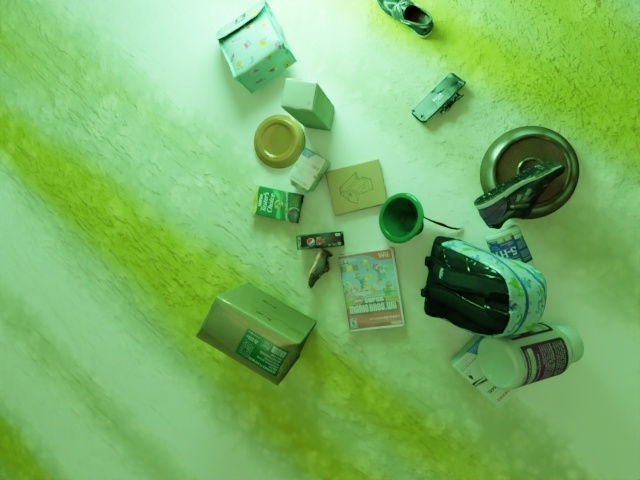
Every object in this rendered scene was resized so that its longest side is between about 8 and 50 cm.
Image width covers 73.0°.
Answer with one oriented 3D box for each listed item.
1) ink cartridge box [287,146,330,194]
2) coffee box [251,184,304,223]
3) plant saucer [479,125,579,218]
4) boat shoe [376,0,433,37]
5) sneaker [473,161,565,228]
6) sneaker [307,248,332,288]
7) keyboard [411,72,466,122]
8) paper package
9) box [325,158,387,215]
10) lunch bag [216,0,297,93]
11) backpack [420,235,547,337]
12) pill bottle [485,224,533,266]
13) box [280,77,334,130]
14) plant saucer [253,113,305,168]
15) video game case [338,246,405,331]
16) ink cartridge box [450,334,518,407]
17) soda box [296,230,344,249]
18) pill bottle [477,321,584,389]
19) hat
[{"bbox_3d":[-0.044,-0.246,1.557,0.092,0.090,0.143,34,100,9],"label":"ink cartridge box"},{"bbox_3d":[-0.162,-0.135,1.613,0.184,0.040,0.113,14,96,11],"label":"coffee box"},{"bbox_3d":[0.691,-0.226,1.425,0.310,0.050,0.311,0,92,12],"label":"plant saucer"},{"bbox_3d":[0.286,-0.786,1.466,0.233,0.079,0.084,40,102,9],"label":"boat shoe"},{"bbox_3d":[0.644,-0.139,1.377,0.283,0.107,0.124,-30,101,15],"label":"sneaker"},{"bbox_3d":[-0.001,0.110,1.584,0.064,0.061,0.158,22,98,4],"label":"sneaker"},{"bbox_3d":[0.413,-0.476,1.484,0.192,0.038,0.100,-43,61,12],"label":"keyboard"},{"bbox_3d":[-0.212,0.310,1.511,0.324,0.309,0.168,28,99,8],"label":"paper package"},{"bbox_3d":[0.130,-0.190,1.559,0.201,0.021,0.165,-12,91,12],"label":"box"},{"bbox_3d":[-0.239,-0.710,1.543,0.223,0.160,0.263,-28,76,15],"label":"lunch bag"},{"bbox_3d":[0.503,0.154,1.333,0.273,0.355,0.291,4,96,-11],"label":"backpack"},{"bbox_3d":[0.629,0.053,1.419,0.111,0.112,0.187,-24,88,12],"label":"pill bottle"},{"bbox_3d":[-0.035,-0.448,1.449,0.113,0.275,0.094,12,94,11],"label":"box"},{"bbox_3d":[-0.157,-0.369,1.602,0.199,0.037,0.200,1,93,13],"label":"plant saucer"},{"bbox_3d":[0.185,0.179,1.565,0.203,0.025,0.286,-9,91,12],"label":"video game case"},{"bbox_3d":[0.571,0.434,1.464,0.203,0.086,0.148,41,100,8],"label":"ink cartridge box"},{"bbox_3d":[0.000,0.000,1.576,0.168,0.060,0.054,-5,93,11],"label":"soda box"},{"bbox_3d":[0.661,0.350,1.349,0.301,0.169,0.170,-7,92,-20],"label":"pill bottle"},{"bbox_3d":[0.337,-0.056,1.524,0.173,0.183,0.208,-56,49,19],"label":"hat"}]
